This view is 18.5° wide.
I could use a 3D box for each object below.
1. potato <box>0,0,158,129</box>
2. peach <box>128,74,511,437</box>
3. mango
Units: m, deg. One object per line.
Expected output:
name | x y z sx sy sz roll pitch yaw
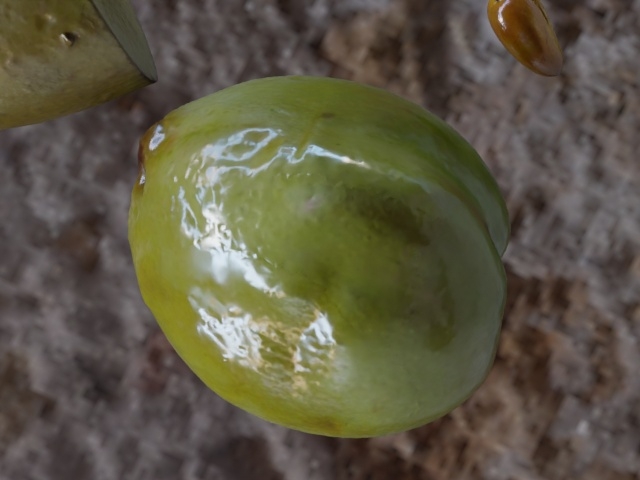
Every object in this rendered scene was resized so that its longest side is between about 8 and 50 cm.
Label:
potato | -0.204 -0.140 1.214 0.158 0.178 0.203 -32 56 3
peach | 0.005 0.006 1.634 0.281 0.315 0.314 -68 -14 -44
mango | 0.177 -0.177 1.674 0.046 0.089 0.060 -35 8 27
